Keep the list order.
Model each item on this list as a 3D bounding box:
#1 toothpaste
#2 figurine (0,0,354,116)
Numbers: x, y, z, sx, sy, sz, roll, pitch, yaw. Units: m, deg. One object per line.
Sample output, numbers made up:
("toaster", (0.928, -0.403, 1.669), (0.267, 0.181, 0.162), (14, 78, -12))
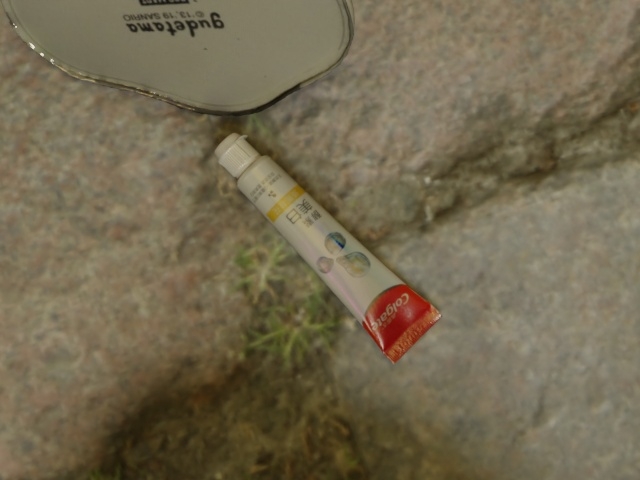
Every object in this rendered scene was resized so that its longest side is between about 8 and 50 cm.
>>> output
("toothpaste", (0.000, 0.000, 0.748), (0.048, 0.031, 0.190), (-43, 84, -12))
("figurine", (-0.081, -0.194, 0.746), (0.250, 0.166, 0.141), (9, 55, 14))
